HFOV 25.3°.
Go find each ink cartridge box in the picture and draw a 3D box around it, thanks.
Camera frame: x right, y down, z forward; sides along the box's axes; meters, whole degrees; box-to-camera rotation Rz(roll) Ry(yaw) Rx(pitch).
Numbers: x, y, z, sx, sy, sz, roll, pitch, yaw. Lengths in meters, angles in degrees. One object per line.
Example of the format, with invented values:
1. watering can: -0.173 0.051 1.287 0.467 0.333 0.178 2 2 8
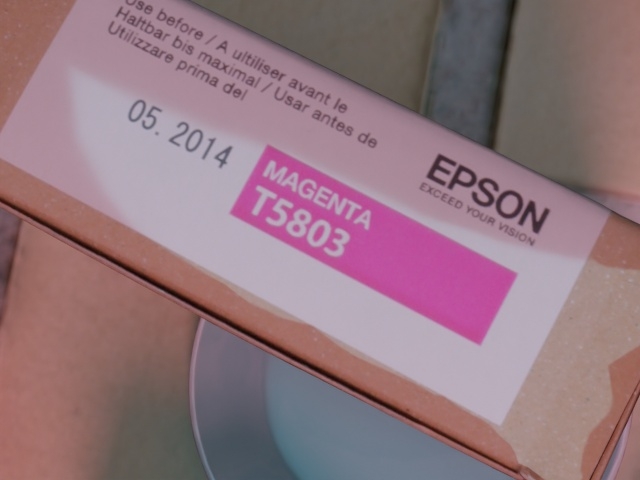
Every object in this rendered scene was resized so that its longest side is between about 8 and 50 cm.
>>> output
1. ink cartridge box: 0.000 0.000 0.513 0.234 0.193 0.088 28 86 7

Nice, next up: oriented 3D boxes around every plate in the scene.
1. plate: 0.038 0.062 0.612 0.188 0.024 0.188 0 83 4
